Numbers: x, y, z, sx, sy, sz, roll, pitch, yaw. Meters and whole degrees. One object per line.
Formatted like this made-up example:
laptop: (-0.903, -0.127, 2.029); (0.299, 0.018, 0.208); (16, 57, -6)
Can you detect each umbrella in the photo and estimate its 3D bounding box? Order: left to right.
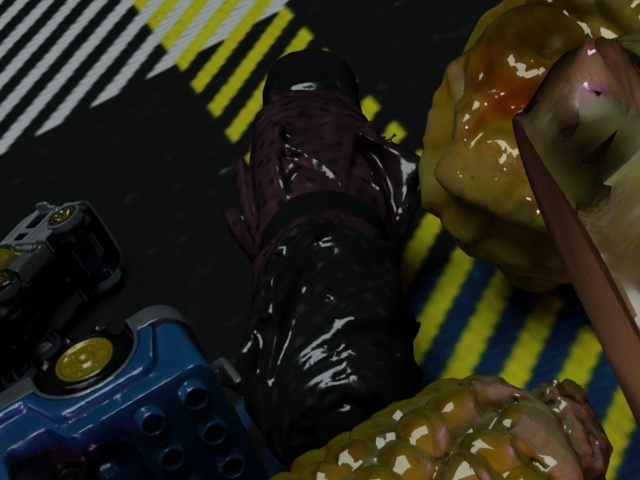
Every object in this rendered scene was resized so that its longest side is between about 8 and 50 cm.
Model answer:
umbrella: (0.000, 0.000, 0.848); (0.090, 0.094, 0.326); (13, 28, -11)

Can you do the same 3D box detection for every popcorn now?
popcorn: (0.138, -0.065, 0.824); (0.140, 0.163, 0.194); (147, 144, -73)

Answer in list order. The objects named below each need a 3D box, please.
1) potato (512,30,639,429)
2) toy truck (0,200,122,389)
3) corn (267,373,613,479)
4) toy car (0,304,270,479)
potato: (0.206, 0.025, 0.582); (0.242, 0.242, 0.285); (-25, 25, 0)
toy truck: (-0.167, 0.032, 0.963); (0.063, 0.052, 0.123); (0, 40, 44)
corn: (-0.019, 0.172, 0.587); (0.347, 0.130, 0.130); (-43, 36, -20)
toy car: (-0.107, 0.116, 0.754); (0.191, 0.097, 0.100); (-30, 33, -9)
